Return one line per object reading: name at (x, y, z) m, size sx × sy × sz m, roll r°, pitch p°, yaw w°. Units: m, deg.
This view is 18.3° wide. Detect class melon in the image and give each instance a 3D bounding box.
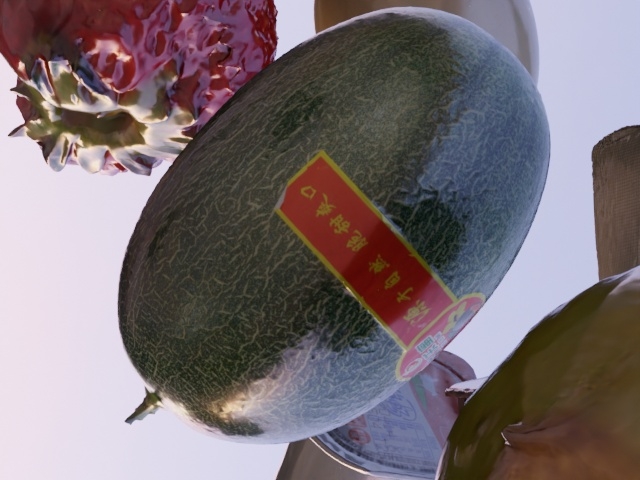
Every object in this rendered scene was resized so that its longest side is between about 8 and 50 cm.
melon at (0.000, 0.000, 1.076) m, size 0.288 × 0.182 × 0.182 m, roll -45°, pitch -154°, yaw 4°

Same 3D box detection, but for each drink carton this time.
drink carton at (0.034, 0.205, 1.757) m, size 0.185 × 0.191 × 0.189 m, roll -105°, pitch -149°, yaw -48°

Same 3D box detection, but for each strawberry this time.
strawberry at (-0.142, -0.196, 1.661) m, size 0.257 × 0.257 × 0.277 m, roll -35°, pitch -143°, yaw 53°

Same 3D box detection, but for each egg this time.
egg at (0.092, -0.173, 1.712) m, size 0.186 × 0.186 × 0.241 m, roll -16°, pitch -86°, yaw 63°

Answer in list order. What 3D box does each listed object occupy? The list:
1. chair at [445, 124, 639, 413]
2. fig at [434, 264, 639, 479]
chair at (0.196, 0.084, 1.440) m, size 0.160 × 0.186 × 0.319 m, roll 171°, pitch -93°, yaw -74°
fig at (0.188, 0.157, 0.826) m, size 0.343 × 0.343 × 0.343 m, roll -48°, pitch -150°, yaw 40°
